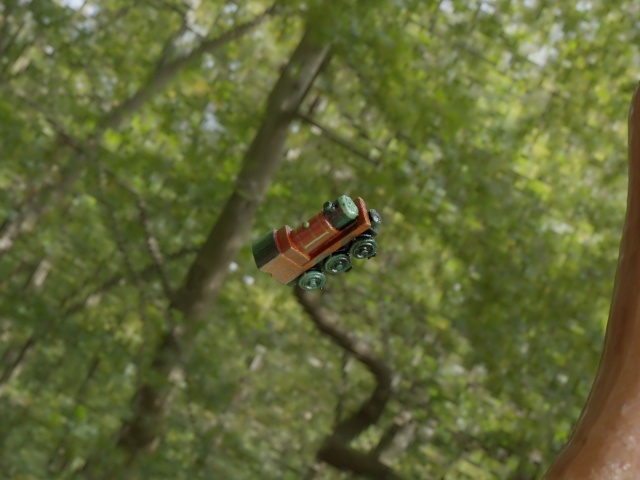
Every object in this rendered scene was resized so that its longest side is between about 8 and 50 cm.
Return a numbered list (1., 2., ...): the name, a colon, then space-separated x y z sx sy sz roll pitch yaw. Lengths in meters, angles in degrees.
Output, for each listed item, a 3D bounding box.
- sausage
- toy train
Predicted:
1. sausage: 0.089 0.019 0.396 0.047 0.177 0.040 24 -28 -8
2. toy train: 0.000 0.000 1.216 0.103 0.044 0.064 -34 -45 22
